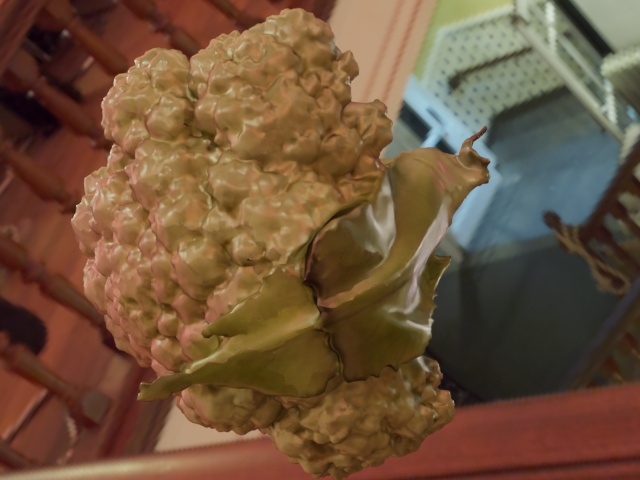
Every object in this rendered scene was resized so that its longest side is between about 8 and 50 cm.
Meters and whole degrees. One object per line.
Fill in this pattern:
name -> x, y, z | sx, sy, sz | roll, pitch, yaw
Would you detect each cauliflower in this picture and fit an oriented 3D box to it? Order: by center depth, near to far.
cauliflower -> 0.000, 0.000, 0.725 | 0.315, 0.256, 0.239 | -26, -19, -48
